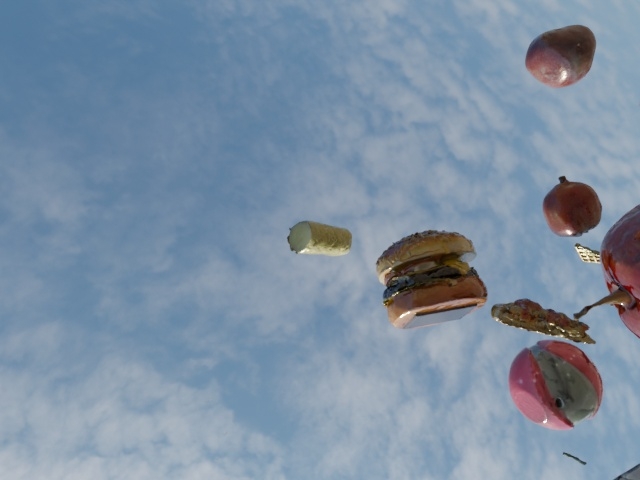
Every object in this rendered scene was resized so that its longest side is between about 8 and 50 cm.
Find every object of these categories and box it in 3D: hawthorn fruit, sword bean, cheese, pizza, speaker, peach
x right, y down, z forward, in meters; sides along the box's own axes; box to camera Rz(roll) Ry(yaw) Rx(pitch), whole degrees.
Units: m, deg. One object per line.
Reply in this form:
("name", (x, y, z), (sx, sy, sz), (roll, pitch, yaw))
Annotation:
("hawthorn fruit", (0.764, -0.105, 1.430), (0.169, 0.169, 0.188), (-23, -95, -35))
("sword bean", (0.712, 0.611, 1.304), (0.012, 0.083, 0.012), (1, -95, -13))
("cheese", (0.000, 0.000, 1.384), (0.167, 0.123, 0.094), (10, -113, -40))
("hawthorn fruit", (0.475, 0.051, 0.622), (0.242, 0.271, 0.242), (52, -159, -30))
("pizza", (0.457, 0.160, 0.950), (0.188, 0.198, 0.062), (7, -83, -60))
("speaker", (0.796, 0.481, 1.566), (0.294, 0.294, 0.295), (12, -117, -25))
("peach", (0.590, -0.455, 1.126), (0.152, 0.152, 0.152), (12, -117, -25))

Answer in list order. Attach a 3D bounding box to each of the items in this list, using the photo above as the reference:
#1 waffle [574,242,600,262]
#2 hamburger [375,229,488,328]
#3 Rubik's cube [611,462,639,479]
("waffle", (1.092, 0.054, 1.828), (0.023, 0.152, 0.097), (-48, -63, -20))
("hamburger", (0.278, 0.097, 1.206), (0.290, 0.291, 0.225), (0, -114, -30))
("Rubik's cube", (1.023, 0.813, 1.431), (0.204, 0.207, 0.205), (16, -146, -42))
